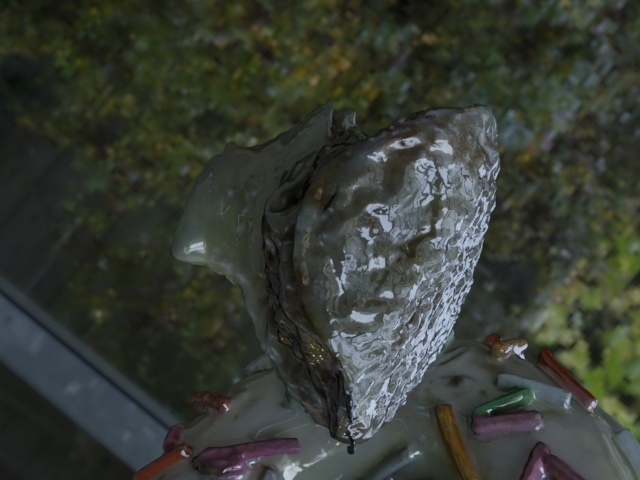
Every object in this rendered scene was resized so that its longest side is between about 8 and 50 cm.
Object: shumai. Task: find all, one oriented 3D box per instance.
[{"bbox_3d":[0.000,0.002,0.644,0.145,0.116,0.145,-57,163,-28],"label":"shumai"}]

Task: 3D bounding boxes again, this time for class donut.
[{"bbox_3d":[0.040,0.211,0.964,0.382,0.383,0.142,-51,146,-18],"label":"donut"}]
